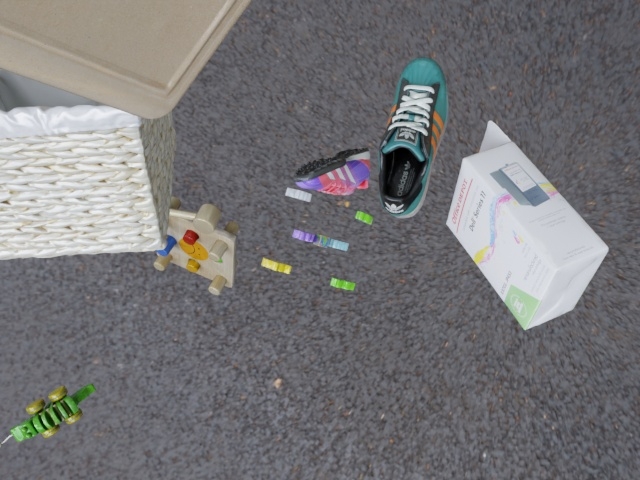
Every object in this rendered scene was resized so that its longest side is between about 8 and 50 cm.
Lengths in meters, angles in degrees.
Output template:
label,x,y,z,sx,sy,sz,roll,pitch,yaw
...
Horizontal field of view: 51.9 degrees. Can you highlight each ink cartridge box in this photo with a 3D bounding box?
label,x,y,z,sx,sy,sz,roll,pitch,yaw
ink cartridge box,0.354,-0.036,1.245,0.119,0.207,0.353,-20,55,-15

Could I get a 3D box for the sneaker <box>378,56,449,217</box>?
label,x,y,z,sx,sy,sz,roll,pitch,yaw
sneaker,0.168,-0.192,1.184,0.108,0.121,0.302,8,88,12

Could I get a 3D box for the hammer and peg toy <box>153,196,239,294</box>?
label,x,y,z,sx,sy,sz,roll,pitch,yaw
hammer and peg toy,-0.354,-0.018,1.822,0.266,0.361,0.127,22,55,8

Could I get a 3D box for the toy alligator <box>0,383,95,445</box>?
label,x,y,z,sx,sy,sz,roll,pitch,yaw
toy alligator,-0.439,0.284,1.023,0.190,0.051,0.056,-30,104,-13

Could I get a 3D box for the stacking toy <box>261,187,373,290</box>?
label,x,y,z,sx,sy,sz,roll,pitch,yaw
stacking toy,0.000,0.000,1.353,0.052,0.221,0.166,19,92,58

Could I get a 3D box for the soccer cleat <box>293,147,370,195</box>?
label,x,y,z,sx,sy,sz,roll,pitch,yaw
soccer cleat,0.043,-0.163,1.716,0.109,0.318,0.116,-1,105,32

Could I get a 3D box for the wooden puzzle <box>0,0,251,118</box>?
label,x,y,z,sx,sy,sz,roll,pitch,yaw
wooden puzzle,-0.119,-0.189,0.398,0.239,0.221,0.044,-44,64,20

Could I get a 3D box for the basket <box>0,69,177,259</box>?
label,x,y,z,sx,sy,sz,roll,pitch,yaw
basket,-0.394,-0.164,0.970,0.332,0.328,0.266,-4,133,-5
